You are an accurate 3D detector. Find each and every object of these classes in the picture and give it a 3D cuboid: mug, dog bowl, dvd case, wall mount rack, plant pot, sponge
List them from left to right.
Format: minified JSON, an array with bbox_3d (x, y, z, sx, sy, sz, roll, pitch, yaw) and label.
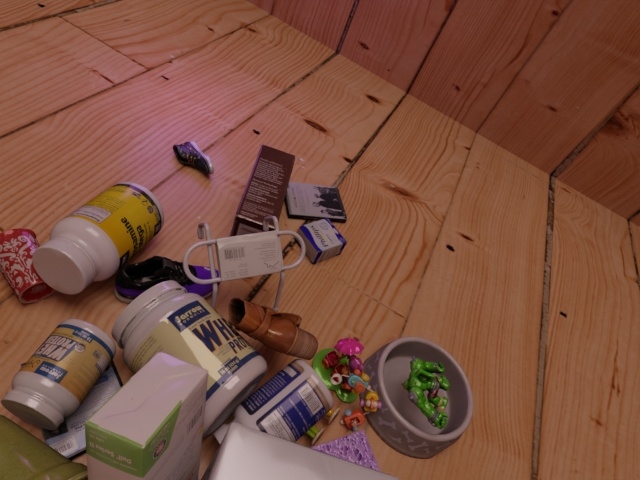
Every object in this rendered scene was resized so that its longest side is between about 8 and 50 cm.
[{"bbox_3d":[-0.575,0.459,0.772,0.253,0.276,0.276,30,44,18],"label":"plant pot"},{"bbox_3d":[-0.748,0.061,1.125,0.150,0.113,0.169,-26,69,-37],"label":"mug"},{"bbox_3d":[-0.559,0.361,1.009,0.180,0.022,0.253,-18,60,-36],"label":"dvd case"},{"bbox_3d":[-0.214,0.091,1.220,0.349,0.130,0.305,-8,93,-29],"label":"wall mount rack"},{"bbox_3d":[-0.024,-0.152,1.701,0.238,0.030,0.180,4,50,-21],"label":"dvd case"},{"bbox_3d":[0.041,0.569,1.096,0.209,0.031,0.117,-5,53,-28],"label":"sponge"},{"bbox_3d":[0.290,0.442,1.275,0.348,0.102,0.349,13,48,-15],"label":"dog bowl"}]

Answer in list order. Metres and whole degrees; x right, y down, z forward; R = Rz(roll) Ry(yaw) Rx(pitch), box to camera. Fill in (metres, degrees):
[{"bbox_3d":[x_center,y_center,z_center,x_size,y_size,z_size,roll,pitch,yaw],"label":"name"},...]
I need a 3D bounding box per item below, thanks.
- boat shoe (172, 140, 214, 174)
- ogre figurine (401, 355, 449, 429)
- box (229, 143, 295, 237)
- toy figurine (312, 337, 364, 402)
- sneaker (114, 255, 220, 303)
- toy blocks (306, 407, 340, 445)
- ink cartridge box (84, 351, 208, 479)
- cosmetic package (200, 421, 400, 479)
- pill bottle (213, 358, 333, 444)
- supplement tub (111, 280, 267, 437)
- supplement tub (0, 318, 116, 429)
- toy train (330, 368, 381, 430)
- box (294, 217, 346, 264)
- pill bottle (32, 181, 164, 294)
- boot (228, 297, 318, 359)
[{"bbox_3d":[-0.472,-0.298,1.604,0.083,0.065,0.183,-23,57,-36],"label":"boat shoe"},{"bbox_3d":[0.291,0.395,1.179,0.118,0.097,0.197,34,56,-10],"label":"ogre figurine"},{"bbox_3d":[-0.201,-0.135,1.491,0.143,0.191,0.382,19,45,-8],"label":"box"},{"bbox_3d":[0.073,0.348,1.215,0.130,0.159,0.173,-16,60,-35],"label":"toy figurine"},{"bbox_3d":[-0.417,0.103,1.213,0.293,0.146,0.102,-4,53,-27],"label":"sneaker"},{"bbox_3d":[-0.040,0.447,1.150,0.148,0.054,0.123,34,53,22],"label":"toy blocks"},{"bbox_3d":[-0.326,0.426,0.831,0.119,0.354,0.207,15,23,11],"label":"ink cartridge box"},{"bbox_3d":[-0.094,0.587,0.764,0.327,0.394,0.330,22,45,-6],"label":"cosmetic package"},{"bbox_3d":[-0.111,0.422,1.039,0.264,0.153,0.153,-34,69,-23],"label":"pill bottle"},{"bbox_3d":[-0.315,0.277,1.045,0.324,0.236,0.235,41,47,12],"label":"supplement tub"},{"bbox_3d":[-0.565,0.290,0.949,0.144,0.144,0.200,24,44,-3],"label":"supplement tub"},{"bbox_3d":[0.094,0.429,1.154,0.125,0.046,0.167,-20,99,4],"label":"toy train"},{"bbox_3d":[0.000,0.000,1.549,0.137,0.072,0.126,-20,61,-36],"label":"box"},{"bbox_3d":[-0.588,-0.011,1.170,0.187,0.188,0.334,26,35,-1],"label":"pill bottle"},{"bbox_3d":[-0.153,0.219,1.139,0.220,0.109,0.283,30,-2,-24],"label":"boot"}]
